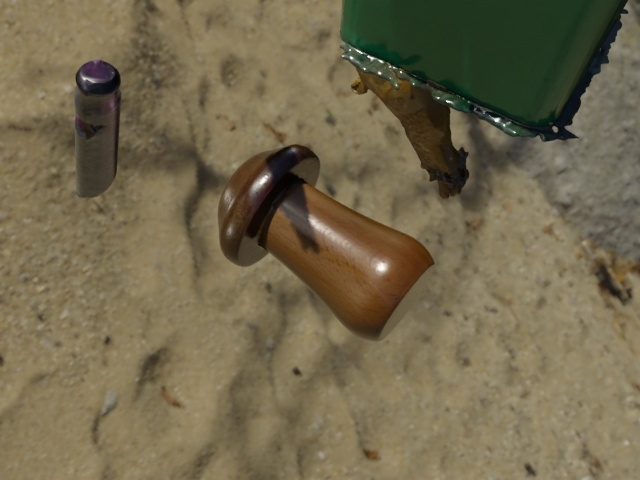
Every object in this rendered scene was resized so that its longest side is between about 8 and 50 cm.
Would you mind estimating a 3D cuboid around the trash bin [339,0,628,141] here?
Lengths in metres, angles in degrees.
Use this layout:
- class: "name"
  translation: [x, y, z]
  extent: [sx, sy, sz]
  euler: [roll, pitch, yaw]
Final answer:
- class: "trash bin"
  translation: [0.165, -0.273, 0.668]
  extent: [0.295, 0.381, 0.259]
  euler: [27, 53, 12]

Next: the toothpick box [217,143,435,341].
- class: "toothpick box"
  translation: [0.000, 0.000, 1.439]
  extent: [0.294, 0.192, 0.192]
  euler: [35, 20, 12]

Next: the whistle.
- class: "whistle"
  translation: [-0.166, -0.077, 0.782]
  extent: [0.033, 0.176, 0.033]
  euler: [5, 66, -10]

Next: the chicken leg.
- class: "chicken leg"
  translation: [0.090, -0.131, 1.010]
  extent: [0.085, 0.101, 0.207]
  euler: [-43, 126, -26]
